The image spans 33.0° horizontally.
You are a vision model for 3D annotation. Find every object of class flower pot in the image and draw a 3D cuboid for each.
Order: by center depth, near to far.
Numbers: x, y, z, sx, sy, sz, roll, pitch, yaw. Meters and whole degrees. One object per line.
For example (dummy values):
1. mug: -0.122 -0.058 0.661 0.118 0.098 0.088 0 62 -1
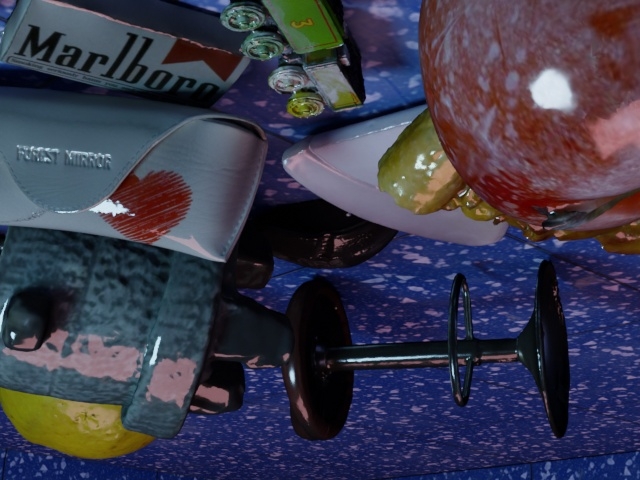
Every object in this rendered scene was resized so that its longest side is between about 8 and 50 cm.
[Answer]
1. flower pot: -0.174 0.042 1.078 0.282 0.299 0.299 16 157 -12

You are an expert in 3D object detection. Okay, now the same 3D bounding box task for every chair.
1. chair: 0.109 0.152 1.407 0.401 0.227 0.226 -6 158 21

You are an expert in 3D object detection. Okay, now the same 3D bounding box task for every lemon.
1. lemon: -0.296 0.162 1.416 0.258 0.258 0.310 10 151 -21

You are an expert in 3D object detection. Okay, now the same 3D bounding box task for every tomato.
1. tomato: 0.184 -0.129 0.626 0.270 0.227 0.270 -15 171 -2

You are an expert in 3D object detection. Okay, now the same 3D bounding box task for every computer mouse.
1. computer mouse: 0.000 0.000 1.229 0.192 0.062 0.106 -7 158 19

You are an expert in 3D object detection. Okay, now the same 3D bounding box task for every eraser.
1. eraser: 0.111 -0.060 1.058 0.204 0.059 0.243 -12 152 32

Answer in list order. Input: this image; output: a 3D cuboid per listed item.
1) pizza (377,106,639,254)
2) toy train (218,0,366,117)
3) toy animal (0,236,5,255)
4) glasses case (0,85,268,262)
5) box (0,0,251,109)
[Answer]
1. pizza: 0.249 -0.081 0.876 0.408 0.114 0.278 -8 146 5
2. toy train: -0.013 -0.155 0.813 0.081 0.060 0.202 -10 159 14
3. toy animal: -0.419 0.010 1.298 0.148 0.085 0.232 7 174 43
4. glasses case: -0.206 -0.062 0.916 0.308 0.128 0.083 7 179 13
5. box: -0.156 -0.155 0.859 0.177 0.036 0.115 12 157 -25
